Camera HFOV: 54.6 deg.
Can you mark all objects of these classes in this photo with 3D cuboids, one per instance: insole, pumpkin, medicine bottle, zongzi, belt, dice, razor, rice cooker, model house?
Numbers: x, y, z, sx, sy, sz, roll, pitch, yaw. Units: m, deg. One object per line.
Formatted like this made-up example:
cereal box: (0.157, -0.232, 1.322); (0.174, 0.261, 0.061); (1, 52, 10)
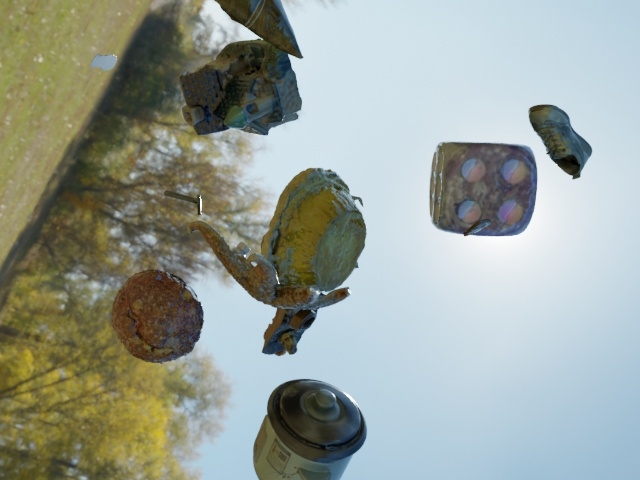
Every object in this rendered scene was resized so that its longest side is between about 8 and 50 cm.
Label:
insole: (-0.510, -0.422, 1.464); (0.045, 0.002, 0.135); (-55, -176, 14)
pumpkin: (-0.094, 0.255, 1.978); (0.126, 0.130, 0.248); (9, -85, 49)
medicine bottle: (-0.275, 0.050, 2.036); (0.089, 0.052, 0.052); (-48, -163, -17)
zongzi: (-0.121, -0.534, 1.423); (0.111, 0.241, 0.248); (-38, -157, 27)
belt: (-0.043, 0.207, 1.633); (0.083, 0.036, 0.059); (-19, 138, -54)
dice: (0.477, -0.158, 1.858); (0.270, 0.271, 0.271); (-89, -178, -81)
razor: (-0.425, -0.130, 1.938); (0.190, 0.033, 0.066); (17, -65, 39)
rice cooker: (-0.031, 0.506, 1.590); (0.316, 0.264, 0.317); (-164, -90, -81)
model house: (-0.252, -0.421, 1.801); (0.284, 0.244, 0.298); (-37, -144, -29)

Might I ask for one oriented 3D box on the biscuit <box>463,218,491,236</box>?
biscuit: (0.413, -0.036, 1.617); (0.082, 0.016, 0.092); (-26, 168, 1)

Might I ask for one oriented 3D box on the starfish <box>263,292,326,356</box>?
starfish: (-0.099, 0.289, 2.277); (0.303, 0.113, 0.312); (-49, 172, -3)

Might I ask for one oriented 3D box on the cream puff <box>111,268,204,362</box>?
cream puff: (-0.401, 0.193, 1.517); (0.240, 0.240, 0.164); (-59, -179, 9)

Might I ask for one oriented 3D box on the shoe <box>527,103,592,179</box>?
shoe: (0.663, -0.277, 1.727); (0.103, 0.274, 0.098); (-14, -132, 51)

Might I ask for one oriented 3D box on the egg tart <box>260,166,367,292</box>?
egg tart: (0.000, 0.000, 1.610); (0.168, 0.388, 0.388); (20, -98, 31)

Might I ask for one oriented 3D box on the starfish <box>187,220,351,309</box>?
starfish: (-0.086, 0.074, 1.145); (0.375, 0.327, 0.095); (19, -97, 52)
